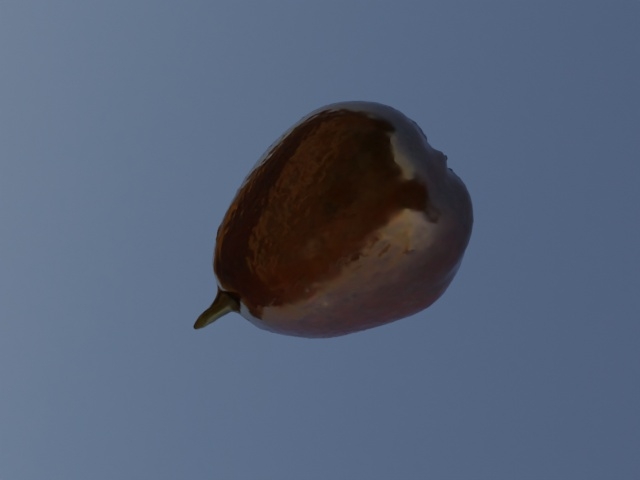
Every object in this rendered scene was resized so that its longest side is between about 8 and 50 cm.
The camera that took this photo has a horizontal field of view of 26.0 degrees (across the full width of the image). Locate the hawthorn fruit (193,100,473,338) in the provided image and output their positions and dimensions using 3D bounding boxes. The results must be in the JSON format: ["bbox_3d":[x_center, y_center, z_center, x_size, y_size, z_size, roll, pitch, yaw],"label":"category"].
[{"bbox_3d":[0.000,0.000,1.139,0.251,0.199,0.199,-32,-128,-2],"label":"hawthorn fruit"}]
